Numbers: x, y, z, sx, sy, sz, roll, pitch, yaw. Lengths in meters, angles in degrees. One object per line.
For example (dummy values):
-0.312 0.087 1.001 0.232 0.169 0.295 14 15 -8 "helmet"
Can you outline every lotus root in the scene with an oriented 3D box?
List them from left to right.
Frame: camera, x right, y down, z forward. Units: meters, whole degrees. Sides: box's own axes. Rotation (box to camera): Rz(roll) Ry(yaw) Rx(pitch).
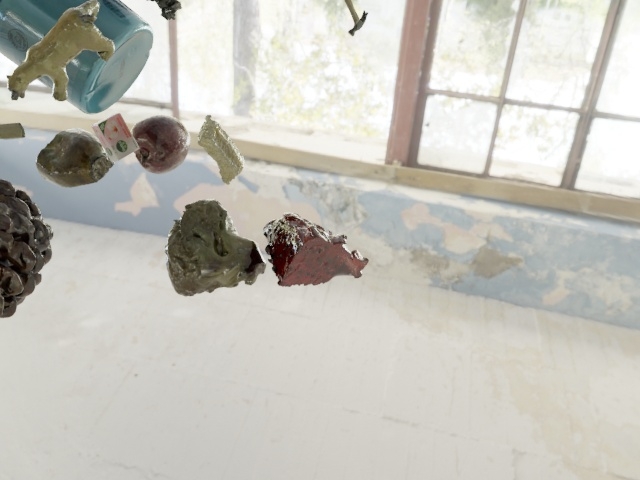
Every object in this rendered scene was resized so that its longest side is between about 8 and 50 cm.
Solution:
-1.027 -0.343 2.238 0.260 0.149 0.267 25 -116 29 "lotus root"

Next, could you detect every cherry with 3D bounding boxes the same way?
-0.643 -0.397 2.160 0.203 0.230 0.300 -18 -158 36 "cherry"

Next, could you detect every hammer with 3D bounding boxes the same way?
0.068 -0.539 1.209 0.017 0.062 0.182 46 -176 22 "hammer"

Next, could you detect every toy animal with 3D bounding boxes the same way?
-0.471 -0.338 0.956 0.219 0.103 0.101 -39 -174 7 "toy animal"

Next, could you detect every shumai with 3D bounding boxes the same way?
-0.345 0.038 1.763 0.283 0.346 0.217 13 162 30 "shumai"

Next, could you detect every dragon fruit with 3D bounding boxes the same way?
0.003 -0.008 1.748 0.329 0.228 0.286 4 -142 -25 "dragon fruit"

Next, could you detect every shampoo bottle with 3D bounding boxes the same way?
-0.709 -0.588 1.519 0.343 0.331 0.331 37 -156 -8 "shampoo bottle"

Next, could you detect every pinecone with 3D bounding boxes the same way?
-0.665 0.017 1.007 0.298 0.242 0.295 24 -137 -5 "pinecone"

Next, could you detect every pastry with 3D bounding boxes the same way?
-0.355 -0.315 1.912 0.089 0.258 0.121 3 -128 31 "pastry"

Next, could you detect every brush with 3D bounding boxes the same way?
-1.114 -0.375 1.839 0.283 0.054 0.048 3 -158 27 "brush"

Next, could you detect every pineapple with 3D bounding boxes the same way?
-0.577 -0.879 1.847 0.111 0.237 0.119 -28 -139 8 "pineapple"

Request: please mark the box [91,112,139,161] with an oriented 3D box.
-0.628 -0.317 1.631 0.043 0.125 0.089 4 -142 41 "box"
